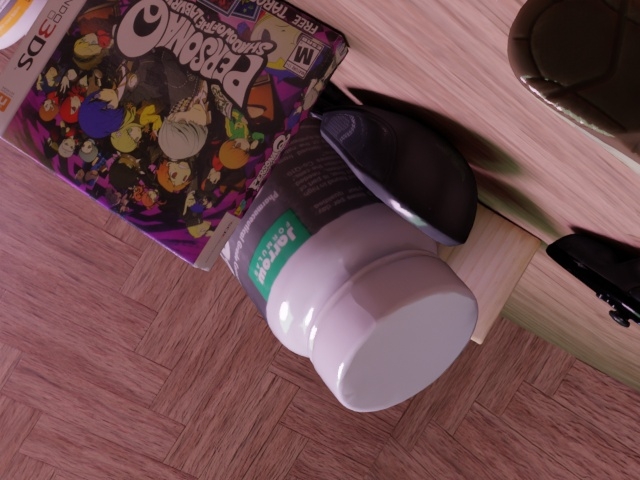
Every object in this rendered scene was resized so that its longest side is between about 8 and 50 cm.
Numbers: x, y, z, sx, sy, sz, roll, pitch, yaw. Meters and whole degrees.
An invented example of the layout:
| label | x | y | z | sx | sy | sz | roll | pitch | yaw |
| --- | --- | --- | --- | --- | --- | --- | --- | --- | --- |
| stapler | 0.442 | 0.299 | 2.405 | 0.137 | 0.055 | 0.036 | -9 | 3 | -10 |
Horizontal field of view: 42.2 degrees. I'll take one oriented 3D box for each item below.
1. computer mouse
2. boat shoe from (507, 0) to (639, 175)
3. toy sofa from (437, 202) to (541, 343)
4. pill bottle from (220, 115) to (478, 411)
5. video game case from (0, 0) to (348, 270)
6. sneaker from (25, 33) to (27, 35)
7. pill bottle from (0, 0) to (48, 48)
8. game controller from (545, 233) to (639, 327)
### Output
| label | x | y | z | sx | sy | sz | roll | pitch | yaw |
| --- | --- | --- | --- | --- | --- | --- | --- | --- | --- |
| computer mouse | 0.064 | -0.091 | 0.775 | 0.188 | 0.072 | 0.272 | 30 | -167 | -36 |
| boat shoe | 0.160 | -0.037 | 0.326 | 0.190 | 0.068 | 0.072 | 42 | -167 | 7 |
| toy sofa | 0.150 | 0.019 | 1.143 | 0.177 | 0.150 | 0.362 | 31 | 180 | -1 |
| pill bottle | 0.000 | 0.000 | 0.925 | 0.204 | 0.204 | 0.361 | 32 | -166 | -51 |
| video game case | -0.130 | -0.124 | 0.661 | 0.232 | 0.210 | 0.042 | 33 | 180 | 12 |
| sneaker | -0.372 | -0.312 | 1.136 | 0.330 | 0.147 | 0.130 | 33 | 180 | 14 |
| pill bottle | -0.436 | -0.345 | 0.902 | 0.278 | 0.162 | 0.162 | 34 | 179 | -44 |
| game controller | 0.354 | 0.096 | 0.807 | 0.319 | 0.067 | 0.166 | 33 | 179 | -27 |
